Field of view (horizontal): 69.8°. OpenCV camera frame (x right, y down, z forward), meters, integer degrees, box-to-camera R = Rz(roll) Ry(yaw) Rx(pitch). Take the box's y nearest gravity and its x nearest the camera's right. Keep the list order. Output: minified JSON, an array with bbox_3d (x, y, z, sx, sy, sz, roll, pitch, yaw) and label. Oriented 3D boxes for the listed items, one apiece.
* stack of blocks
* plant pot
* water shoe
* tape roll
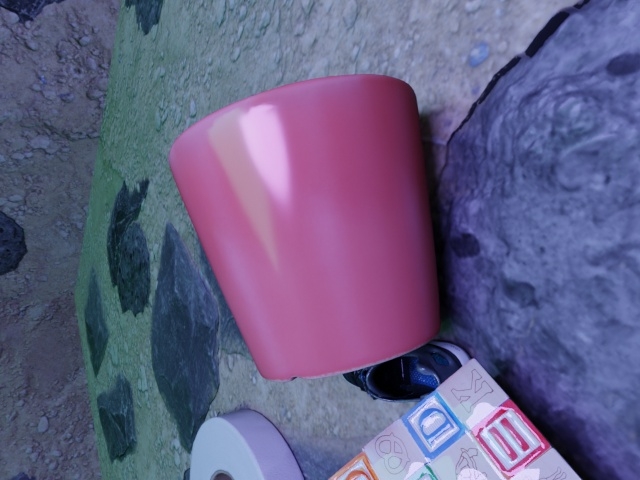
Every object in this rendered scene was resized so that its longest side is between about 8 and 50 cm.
[{"bbox_3d":[0.156,0.263,0.335,0.171,0.087,0.297,-42,50,5],"label":"stack of blocks"},{"bbox_3d":[0.000,0.000,0.487,0.275,0.275,0.243,-20,84,52],"label":"plant pot"},{"bbox_3d":[0.072,0.142,0.520,0.203,0.080,0.073,-20,74,52],"label":"water shoe"},{"bbox_3d":[-0.133,0.506,0.815,0.392,0.072,0.392,1,92,55],"label":"tape roll"}]
